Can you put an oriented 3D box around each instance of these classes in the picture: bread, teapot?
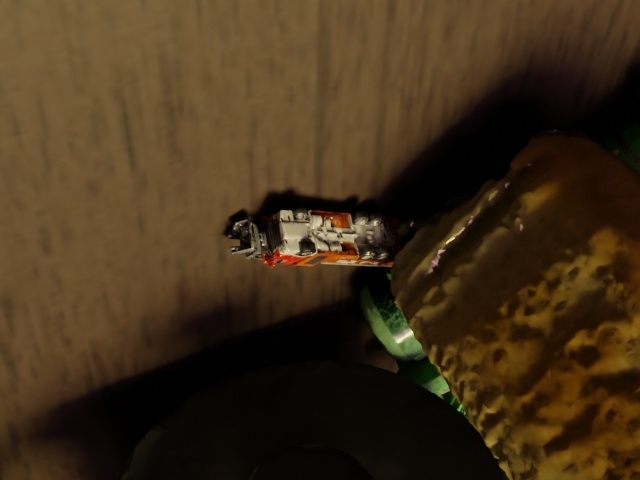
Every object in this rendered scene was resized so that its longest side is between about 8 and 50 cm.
[{"bbox_3d":[0.135,0.050,0.500,0.140,0.169,0.160,-42,149,17],"label":"bread"},{"bbox_3d":[0.029,0.206,0.585,0.270,0.200,0.337,-9,142,-5],"label":"teapot"}]

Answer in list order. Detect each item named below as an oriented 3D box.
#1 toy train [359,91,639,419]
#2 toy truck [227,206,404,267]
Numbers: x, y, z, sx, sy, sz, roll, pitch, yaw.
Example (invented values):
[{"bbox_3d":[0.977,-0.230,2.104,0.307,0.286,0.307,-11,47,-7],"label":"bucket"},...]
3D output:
[{"bbox_3d":[0.134,0.001,0.544,0.251,0.085,0.119,-32,127,9],"label":"toy train"},{"bbox_3d":[0.000,0.000,0.494,0.083,0.024,0.032,3,162,-40],"label":"toy truck"}]
